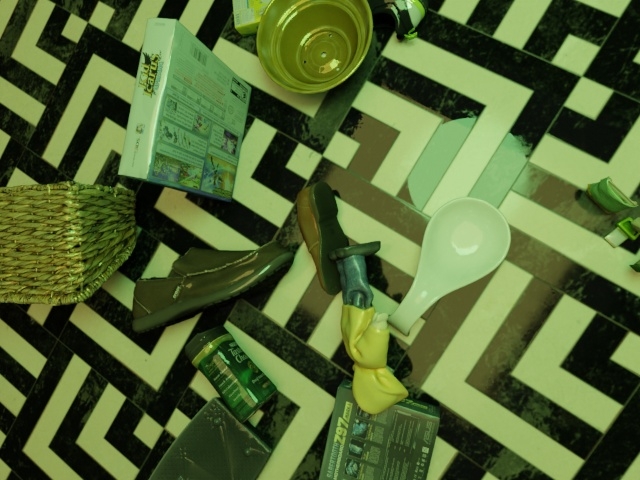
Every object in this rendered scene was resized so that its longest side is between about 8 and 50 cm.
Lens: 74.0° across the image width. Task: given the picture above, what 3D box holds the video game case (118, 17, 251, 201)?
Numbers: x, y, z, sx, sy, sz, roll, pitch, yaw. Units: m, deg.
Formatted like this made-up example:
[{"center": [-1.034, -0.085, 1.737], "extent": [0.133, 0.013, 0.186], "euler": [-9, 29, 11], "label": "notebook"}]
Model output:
[{"center": [-0.226, -0.207, 0.761], "extent": [0.061, 0.269, 0.244], "euler": [10, 90, 16], "label": "video game case"}]

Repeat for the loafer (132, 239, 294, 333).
[{"center": [-0.228, 0.069, 0.821], "extent": [0.366, 0.134, 0.130], "euler": [-22, 83, 13], "label": "loafer"}]

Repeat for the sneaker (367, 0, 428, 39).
[{"center": [0.087, -0.451, 0.783], "extent": [0.235, 0.084, 0.097], "euler": [36, 98, 13], "label": "sneaker"}]

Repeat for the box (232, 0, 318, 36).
[{"center": [-0.087, -0.487, 0.852], "extent": [0.179, 0.043, 0.105], "euler": [-6, 86, 17], "label": "box"}]

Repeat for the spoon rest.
[{"center": [0.211, 0.051, 0.734], "extent": [0.137, 0.084, 0.276], "euler": [37, 98, 13], "label": "spoon rest"}]

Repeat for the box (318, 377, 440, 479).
[{"center": [0.099, 0.390, 0.763], "extent": [0.183, 0.059, 0.232], "euler": [12, 92, 15], "label": "box"}]

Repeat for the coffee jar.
[{"center": [-0.174, 0.250, 0.821], "extent": [0.184, 0.096, 0.079], "euler": [45, 100, 11], "label": "coffee jar"}]

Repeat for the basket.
[{"center": [-0.534, 0.006, 0.865], "extent": [0.299, 0.213, 0.223], "euler": [-3, 90, 14], "label": "basket"}]

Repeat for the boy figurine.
[{"center": [0.081, 0.146, 0.712], "extent": [0.092, 0.177, 0.285], "euler": [-11, 83, -12], "label": "boy figurine"}]

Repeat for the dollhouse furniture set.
[{"center": [0.472, -0.024, 0.671], "extent": [0.058, 0.076, 0.151], "euler": [-42, 79, 9], "label": "dollhouse furniture set"}]

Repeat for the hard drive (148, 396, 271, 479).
[{"center": [-0.221, 0.452, 0.847], "extent": [0.172, 0.054, 0.254], "euler": [38, 98, 13], "label": "hard drive"}]

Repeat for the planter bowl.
[{"center": [-0.003, -0.368, 0.800], "extent": [0.217, 0.090, 0.217], "euler": [-1, 88, 15], "label": "planter bowl"}]

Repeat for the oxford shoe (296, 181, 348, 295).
[{"center": [0.000, 0.000, 0.809], "extent": [0.076, 0.076, 0.212], "euler": [-11, 88, 44], "label": "oxford shoe"}]
